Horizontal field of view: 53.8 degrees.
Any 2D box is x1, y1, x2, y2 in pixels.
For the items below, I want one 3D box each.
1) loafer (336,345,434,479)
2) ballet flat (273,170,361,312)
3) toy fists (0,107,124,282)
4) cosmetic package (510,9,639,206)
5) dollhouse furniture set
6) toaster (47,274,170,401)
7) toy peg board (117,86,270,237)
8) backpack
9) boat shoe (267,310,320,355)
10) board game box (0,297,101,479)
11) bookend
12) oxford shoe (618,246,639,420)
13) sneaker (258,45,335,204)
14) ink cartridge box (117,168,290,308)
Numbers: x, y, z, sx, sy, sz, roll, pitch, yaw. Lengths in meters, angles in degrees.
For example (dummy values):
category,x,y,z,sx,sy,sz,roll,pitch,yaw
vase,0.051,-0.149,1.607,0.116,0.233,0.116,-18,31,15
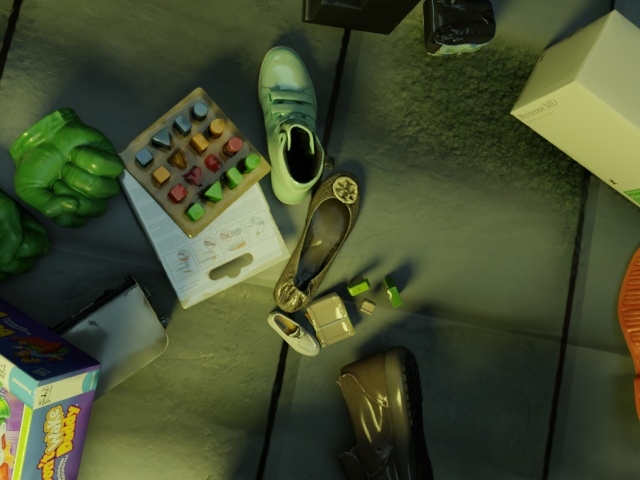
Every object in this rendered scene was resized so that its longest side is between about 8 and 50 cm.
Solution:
category,x,y,z,sx,sy,sz,roll,pitch,yaw
loafer,0.099,0.346,0.983,0.130,0.134,0.365,-5,88,22
ballet flat,0.000,0.000,0.999,0.084,0.058,0.249,31,79,-11
toy fists,-0.399,-0.051,0.861,0.279,0.096,0.142,-38,96,-3
cosmetic package,0.547,-0.202,1.090,0.366,0.197,0.155,31,80,-9
dollhouse furniture set,0.054,0.106,1.025,0.152,0.058,0.076,-23,100,4
toaster,-0.298,0.136,0.853,0.186,0.168,0.110,-35,96,-15
toy peg board,-0.174,-0.115,0.897,0.161,0.079,0.160,-44,101,-13
backpack,0.233,-0.368,1.075,0.115,0.084,0.104,-3,87,-10
boat shoe,-0.039,0.147,0.990,0.100,0.035,0.035,43,77,-8
board game box,-0.416,0.178,0.725,0.347,0.078,0.233,22,105,27
bookend,0.064,-0.398,0.996,0.157,0.156,0.072,3,85,-14
oxford shoe,0.626,0.178,1.141,0.133,0.130,0.363,19,72,-46
sneaker,-0.035,-0.190,0.957,0.094,0.151,0.255,-5,86,-14
ink cartridge box,-0.179,-0.042,0.963,0.189,0.066,0.232,-26,101,-15
